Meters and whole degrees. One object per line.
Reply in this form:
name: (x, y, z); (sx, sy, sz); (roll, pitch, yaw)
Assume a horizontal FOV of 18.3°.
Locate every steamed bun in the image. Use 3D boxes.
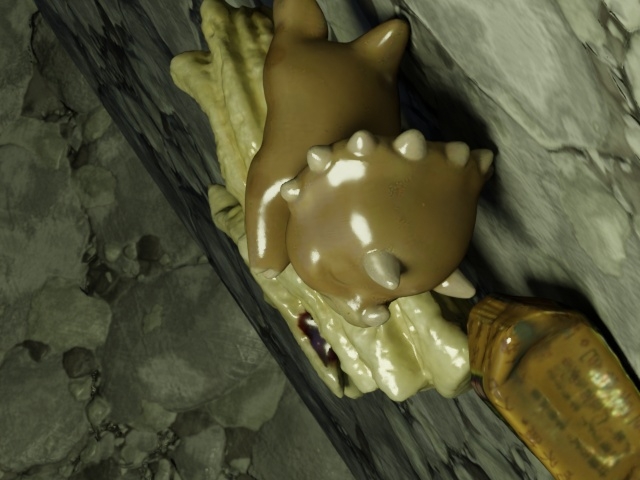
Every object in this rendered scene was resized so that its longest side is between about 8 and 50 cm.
steamed bun: (0.000, 0.000, 1.772); (0.428, 0.189, 0.247); (57, -165, 23)

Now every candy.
candy: (0.214, 0.157, 1.536); (0.271, 0.101, 0.143); (54, 175, -6)

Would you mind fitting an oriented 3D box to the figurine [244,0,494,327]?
figurine: (0.046, -0.062, 1.527); (0.173, 0.247, 0.177); (-6, 149, 39)
